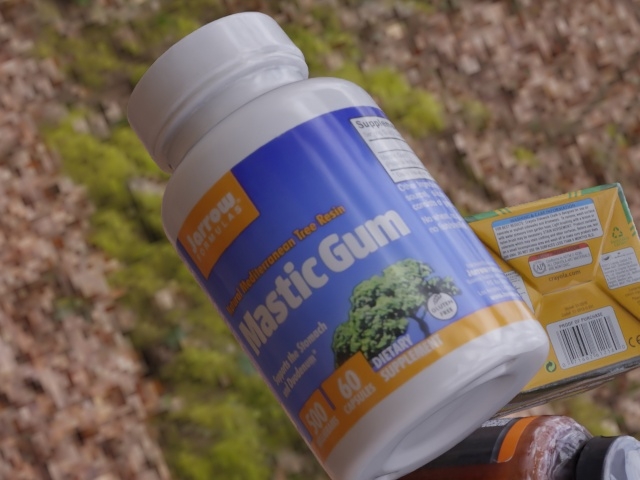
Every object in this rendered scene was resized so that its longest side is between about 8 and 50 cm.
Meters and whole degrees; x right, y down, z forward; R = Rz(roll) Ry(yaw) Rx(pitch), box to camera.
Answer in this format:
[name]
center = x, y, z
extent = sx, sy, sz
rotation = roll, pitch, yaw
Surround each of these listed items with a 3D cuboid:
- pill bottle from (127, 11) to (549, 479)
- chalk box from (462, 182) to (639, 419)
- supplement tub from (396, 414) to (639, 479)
[pill bottle]
center = 0.000, 0.000, 1.143
extent = 0.272, 0.152, 0.152
rotation = 54, 0, 18
[chalk box]
center = 0.198, 0.077, 1.929
extent = 0.289, 0.180, 0.179
rotation = 137, -62, -69
[supplement tub]
center = 0.111, 0.166, 1.217
extent = 0.106, 0.198, 0.106
rotation = 15, 71, -50
